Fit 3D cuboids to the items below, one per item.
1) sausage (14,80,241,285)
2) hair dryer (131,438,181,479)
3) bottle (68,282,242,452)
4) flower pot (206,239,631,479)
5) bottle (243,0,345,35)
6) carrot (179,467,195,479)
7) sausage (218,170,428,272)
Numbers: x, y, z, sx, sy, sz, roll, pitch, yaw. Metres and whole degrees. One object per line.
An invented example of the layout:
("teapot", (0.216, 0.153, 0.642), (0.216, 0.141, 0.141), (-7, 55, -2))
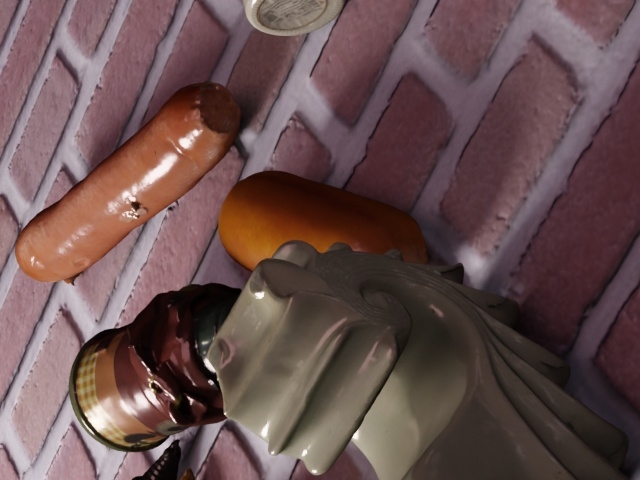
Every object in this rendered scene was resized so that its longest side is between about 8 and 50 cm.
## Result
("sausage", (-0.215, -0.056, 1.867), (0.419, 0.094, 0.094), (-34, 70, 44))
("hair dryer", (-0.215, 0.371, 1.768), (0.189, 0.107, 0.352), (39, 108, 47))
("bottle", (-0.137, 0.123, 1.669), (0.271, 0.143, 0.156), (-26, 44, 48))
("flower pot", (0.087, 0.152, 1.271), (0.165, 0.254, 0.367), (-61, 42, 23))
("bottle", (-0.046, -0.330, 1.691), (0.104, 0.104, 0.245), (-39, 53, 42))
("carrot", (-0.150, 0.333, 1.715), (0.072, 0.072, 0.205), (-5, 70, 53))
("sausage", (0.000, 0.001, 1.554), (0.274, 0.105, 0.105), (21, 98, 54))
